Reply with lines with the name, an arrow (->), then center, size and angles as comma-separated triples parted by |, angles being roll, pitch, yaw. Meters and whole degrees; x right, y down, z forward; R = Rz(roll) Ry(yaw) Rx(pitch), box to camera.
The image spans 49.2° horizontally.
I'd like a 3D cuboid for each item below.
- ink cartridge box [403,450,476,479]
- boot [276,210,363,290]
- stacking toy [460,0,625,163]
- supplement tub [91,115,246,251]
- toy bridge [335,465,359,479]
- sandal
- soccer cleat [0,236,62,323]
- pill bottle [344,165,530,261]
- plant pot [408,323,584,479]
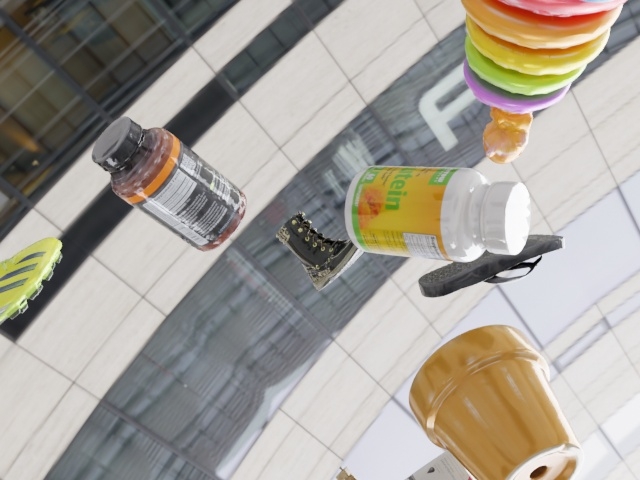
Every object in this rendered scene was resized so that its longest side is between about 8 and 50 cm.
ink cartridge box -> 0.195, 0.427, 1.158 | 0.150, 0.063, 0.109 | -40, -110, 13
boot -> -0.002, 0.001, 1.617 | 0.085, 0.178, 0.236 | -37, 173, -37
stacking toy -> 0.198, -0.186, 0.665 | 0.166, 0.301, 0.175 | 33, -119, 23
supplement tub -> -0.196, -0.075, 0.907 | 0.106, 0.198, 0.106 | -27, -137, 28
toy bridge -> 0.099, 0.516, 1.360 | 0.026, 0.188, 0.063 | -42, 169, 5
sandal -> 0.283, 0.047, 1.153 | 0.255, 0.054, 0.097 | -20, -169, -7
soccer cleat -> -0.523, 0.087, 1.081 | 0.289, 0.121, 0.093 | -53, -168, -27
pill bottle -> 0.171, -0.040, 1.025 | 0.246, 0.136, 0.136 | 6, -125, 35
plant pot -> 0.254, 0.254, 0.967 | 0.205, 0.205, 0.188 | -38, -140, 6
